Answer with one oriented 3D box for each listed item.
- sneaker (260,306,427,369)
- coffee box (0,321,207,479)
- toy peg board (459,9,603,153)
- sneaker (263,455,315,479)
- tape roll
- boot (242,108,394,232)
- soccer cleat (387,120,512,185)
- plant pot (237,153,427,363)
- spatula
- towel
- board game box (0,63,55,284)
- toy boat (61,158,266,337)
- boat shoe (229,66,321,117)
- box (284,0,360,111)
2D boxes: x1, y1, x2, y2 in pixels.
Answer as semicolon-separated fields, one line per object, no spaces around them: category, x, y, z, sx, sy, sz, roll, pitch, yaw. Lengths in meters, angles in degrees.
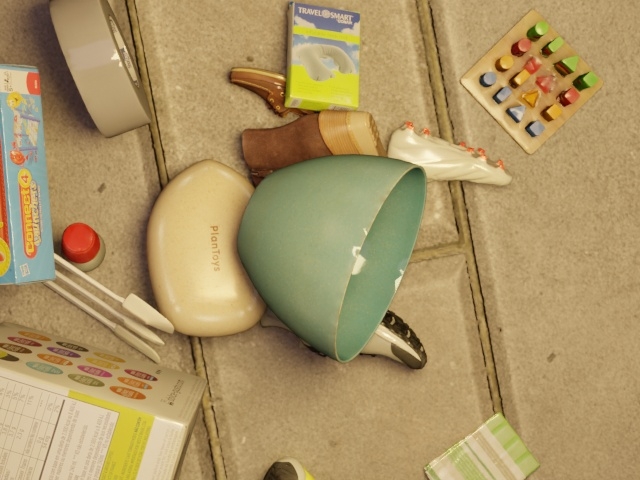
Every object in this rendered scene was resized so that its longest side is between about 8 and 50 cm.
sneaker;0.034;0.135;1.802;0.271;0.100;0.108;24;100;4
coffee box;-0.375;0.334;1.667;0.334;0.337;0.338;17;92;-2
toy peg board;0.327;-0.244;1.802;0.160;0.079;0.161;-44;92;0
sneaker;0.036;0.496;1.803;0.147;0.145;0.385;-27;89;-32
tape roll;-0.316;-0.260;1.714;0.072;0.219;0.219;-22;92;0
boot;0.009;-0.081;1.801;0.206;0.090;0.248;-9;119;21
soccer cleat;0.196;-0.116;1.813;0.196;0.068;0.076;21;106;-1
plant pot;0.000;0.000;1.644;0.195;0.290;0.290;22;91;16
spatula;-0.327;0.088;1.760;0.242;0.168;0.019;35;65;2
towel;0.251;0.353;1.845;0.152;0.023;0.113;-37;94;-3
board game box;-0.539;-0.083;1.714;0.302;0.086;0.308;-5;91;27
toy boat;-0.228;0.010;1.768;0.318;0.148;0.268;2;79;-7
boat shoe;-0.056;-0.218;1.799;0.178;0.064;0.060;17;89;-4
box;0.004;-0.280;1.773;0.109;0.042;0.178;6;71;-15
